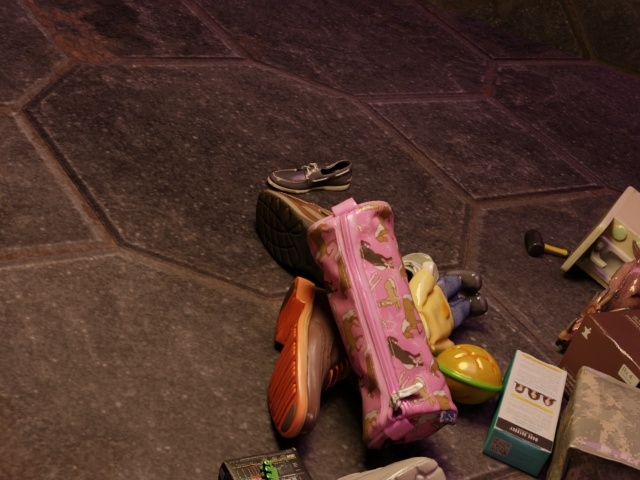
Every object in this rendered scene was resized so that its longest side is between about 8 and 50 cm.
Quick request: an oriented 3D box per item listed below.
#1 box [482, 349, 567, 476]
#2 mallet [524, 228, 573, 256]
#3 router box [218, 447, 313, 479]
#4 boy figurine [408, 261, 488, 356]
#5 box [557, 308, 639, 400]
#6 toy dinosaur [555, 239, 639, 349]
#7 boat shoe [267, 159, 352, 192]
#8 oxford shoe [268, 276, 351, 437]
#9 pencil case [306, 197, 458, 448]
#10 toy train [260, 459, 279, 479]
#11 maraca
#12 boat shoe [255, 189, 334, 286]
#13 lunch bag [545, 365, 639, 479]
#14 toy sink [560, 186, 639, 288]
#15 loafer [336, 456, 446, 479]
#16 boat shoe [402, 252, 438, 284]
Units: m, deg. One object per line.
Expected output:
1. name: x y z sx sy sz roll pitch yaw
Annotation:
1. box: 0.355 0.292 1.772 0.100 0.060 0.244 24 32 8
2. mallet: 0.545 0.021 2.327 0.189 0.039 0.062 13 35 -18
3. router box: -0.072 0.350 1.470 0.122 0.038 0.092 -3 37 -32
4. boy figurine: 0.204 0.128 1.851 0.092 0.177 0.285 -8 9 31
5. box: 0.569 0.239 1.869 0.203 0.167 0.168 -1 37 -30
6. toy dinosaur: 0.595 0.113 2.033 0.127 0.296 0.200 14 -19 40
7. boat shoe: -0.020 -0.148 2.246 0.206 0.065 0.075 -3 38 -32
8. oxford shoe: -0.001 0.191 1.678 0.132 0.130 0.364 22 32 -11
9. pencil case: 0.092 0.129 1.638 0.160 0.167 0.386 -4 67 -31
10. toy train: -0.066 0.339 1.435 0.023 0.017 0.083 17 31 -23
11. maraca: 0.258 0.230 1.789 0.127 0.099 0.185 26 7 17
12. boat shoe: 0.000 0.000 1.956 0.120 0.123 0.324 -9 33 -39
13. lunch bag: 0.521 0.362 1.653 0.287 0.169 0.235 19 31 9
14. toy sink: 0.653 0.011 2.262 0.131 0.153 0.234 41 38 9
15. loafer: 0.029 0.387 1.417 0.319 0.111 0.112 -14 80 -27
16. boat shoe: 0.160 0.088 1.949 0.109 0.094 0.302 26 32 11
